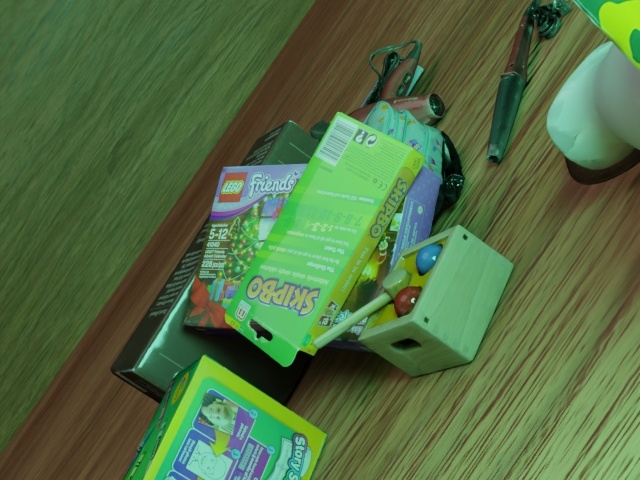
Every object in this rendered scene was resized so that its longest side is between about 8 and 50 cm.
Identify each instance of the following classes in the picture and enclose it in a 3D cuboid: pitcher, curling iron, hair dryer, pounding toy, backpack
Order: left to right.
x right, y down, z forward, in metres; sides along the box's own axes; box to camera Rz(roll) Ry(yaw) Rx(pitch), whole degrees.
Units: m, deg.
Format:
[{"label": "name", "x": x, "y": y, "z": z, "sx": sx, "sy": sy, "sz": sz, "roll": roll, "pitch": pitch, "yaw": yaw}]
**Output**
[{"label": "hair dryer", "x": 0.090, "y": -0.207, "z": 1.693, "sx": 0.223, "sy": 0.080, "sz": 0.293, "roll": -53, "pitch": 29, "yaw": 1}, {"label": "backpack", "x": 0.092, "y": -0.081, "z": 1.395, "sx": 0.152, "sy": 0.115, "sz": 0.182, "roll": -43, "pitch": 23, "yaw": 35}, {"label": "pounding toy", "x": 0.087, "y": 0.063, "z": 1.123, "sx": 0.141, "sy": 0.100, "sz": 0.130, "roll": -28, "pitch": 30, "yaw": 60}, {"label": "curling iron", "x": 0.234, "y": -0.197, "z": 1.366, "sx": 0.068, "sy": 0.035, "sz": 0.274, "roll": -35, "pitch": 25, "yaw": 54}, {"label": "pitcher", "x": 0.282, "y": -0.142, "z": 0.904, "sx": 0.177, "sy": 0.126, "sz": 0.207, "roll": -62, "pitch": 13, "yaw": -8}]

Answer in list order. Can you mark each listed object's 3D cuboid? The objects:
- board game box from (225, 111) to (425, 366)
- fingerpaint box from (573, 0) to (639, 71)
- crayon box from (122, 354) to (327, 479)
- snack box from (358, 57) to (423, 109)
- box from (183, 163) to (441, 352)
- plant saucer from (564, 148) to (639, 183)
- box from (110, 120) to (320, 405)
[{"label": "board game box", "x": 0.000, "y": 0.000, "z": 1.230, "sx": 0.124, "sy": 0.039, "sz": 0.259, "roll": 32, "pitch": 91, "yaw": 44}, {"label": "fingerpaint box", "x": 0.354, "y": -0.285, "z": 0.654, "sx": 0.371, "sy": 0.163, "sz": 0.445, "roll": -43, "pitch": -2, "yaw": 38}, {"label": "crayon box", "x": -0.120, "y": 0.276, "z": 1.181, "sx": 0.081, "sy": 0.165, "sz": 0.278, "roll": -37, "pitch": 23, "yaw": 50}, {"label": "snack box", "x": 0.097, "y": -0.215, "z": 1.837, "sx": 0.141, "sy": 0.037, "sz": 0.100, "roll": -58, "pitch": 16, "yaw": -9}, {"label": "box", "x": -0.016, "y": 0.015, "z": 1.303, "sx": 0.293, "sy": 0.057, "sz": 0.200, "roll": 1, "pitch": 72, "yaw": 42}, {"label": "plant saucer", "x": 0.286, "y": -0.143, "z": 1.079, "sx": 0.198, "sy": 0.036, "sz": 0.198, "roll": -49, "pitch": 15, "yaw": 19}, {"label": "box", "x": -0.081, "y": 0.056, "z": 1.497, "sx": 0.381, "sy": 0.191, "sz": 0.143, "roll": -60, "pitch": 15, "yaw": -15}]
